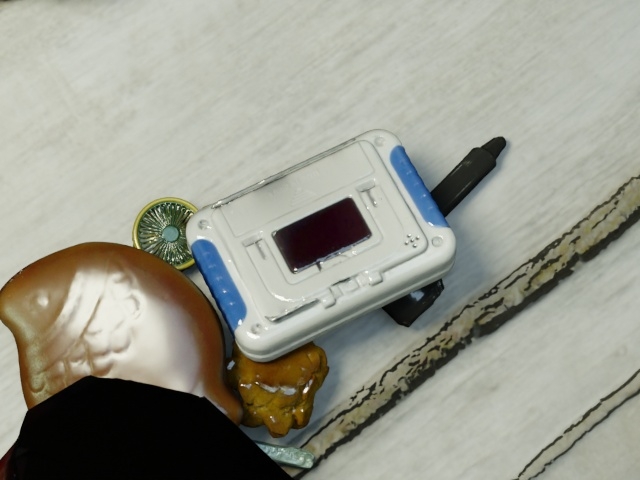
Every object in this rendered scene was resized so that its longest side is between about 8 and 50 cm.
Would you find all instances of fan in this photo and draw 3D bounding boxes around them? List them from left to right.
[{"bbox_3d":[-0.130,-0.014,1.772,0.155,0.039,0.082,-17,82,-13],"label":"fan"}]

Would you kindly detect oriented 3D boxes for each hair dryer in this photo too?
[{"bbox_3d":[0.135,-0.021,1.813,0.114,0.070,0.248,45,68,2],"label":"hair dryer"}]

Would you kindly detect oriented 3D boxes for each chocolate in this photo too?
[{"bbox_3d":[-0.192,0.372,1.487,0.384,0.383,0.331,33,118,-2],"label":"chocolate"}]

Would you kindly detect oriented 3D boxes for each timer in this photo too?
[{"bbox_3d":[0.000,0.000,1.702,0.253,0.078,0.178,-26,67,-9],"label":"timer"}]

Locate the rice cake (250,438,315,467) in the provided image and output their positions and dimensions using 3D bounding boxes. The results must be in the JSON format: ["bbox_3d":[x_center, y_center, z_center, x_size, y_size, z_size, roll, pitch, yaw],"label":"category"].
[{"bbox_3d":[-0.065,0.223,1.746,0.121,0.022,0.021,14,86,-6],"label":"rice cake"}]

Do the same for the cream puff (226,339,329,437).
[{"bbox_3d":[-0.048,0.149,1.732,0.116,0.094,0.122,-17,59,-13],"label":"cream puff"}]

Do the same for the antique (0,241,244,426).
[{"bbox_3d":[-0.205,0.125,1.674,0.278,0.129,0.223,38,88,6],"label":"antique"}]
